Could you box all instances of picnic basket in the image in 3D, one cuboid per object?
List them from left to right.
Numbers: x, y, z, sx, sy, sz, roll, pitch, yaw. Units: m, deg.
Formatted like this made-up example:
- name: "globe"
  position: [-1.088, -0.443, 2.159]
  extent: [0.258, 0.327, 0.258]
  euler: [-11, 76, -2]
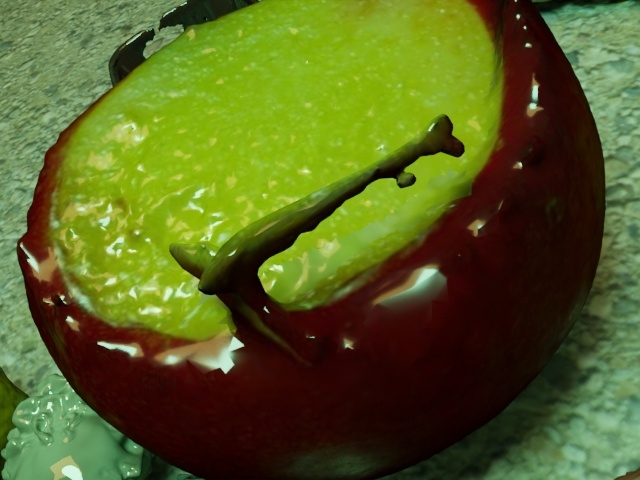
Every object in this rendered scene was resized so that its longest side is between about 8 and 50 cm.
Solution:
- name: "picnic basket"
  position: [-0.122, -0.177, 0.948]
  extent: [0.223, 0.129, 0.297]
  euler: [-35, 41, -3]

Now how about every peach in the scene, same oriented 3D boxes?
- name: "peach"
  position: [0.014, 0.003, 0.569]
  extent: [0.406, 0.310, 0.335]
  euler: [-41, 47, -22]

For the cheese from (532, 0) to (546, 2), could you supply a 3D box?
- name: "cheese"
  position: [0.256, -0.346, 0.903]
  extent: [0.329, 0.129, 0.351]
  euler: [-29, 40, -2]

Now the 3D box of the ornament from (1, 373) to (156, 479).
- name: "ornament"
  position: [-0.209, 0.219, 0.589]
  extent: [0.130, 0.120, 0.285]
  euler: [9, 36, 6]

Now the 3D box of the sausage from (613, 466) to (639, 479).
- name: "sausage"
  position: [0.223, 0.221, 0.356]
  extent: [0.152, 0.152, 0.279]
  euler: [-30, 38, -1]

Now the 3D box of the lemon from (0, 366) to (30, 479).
- name: "lemon"
  position: [-0.391, 0.179, 0.678]
  extent: [0.254, 0.228, 0.228]
  euler: [-15, 43, 25]

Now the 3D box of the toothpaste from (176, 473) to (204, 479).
- name: "toothpaste"
  position: [-0.138, 0.270, 0.590]
  extent: [0.056, 0.036, 0.205]
  euler: [-13, 39, 43]
